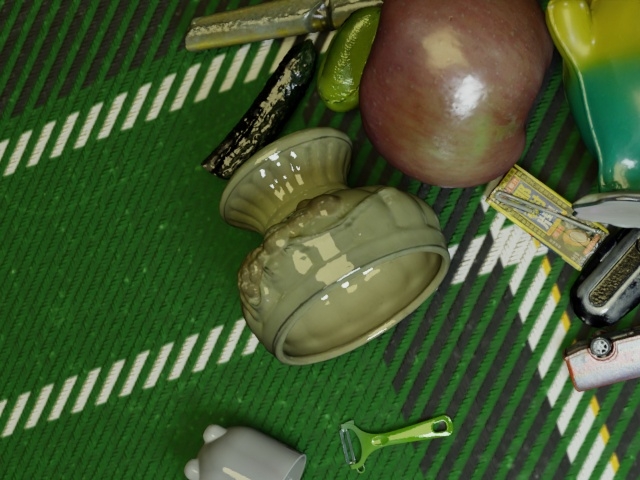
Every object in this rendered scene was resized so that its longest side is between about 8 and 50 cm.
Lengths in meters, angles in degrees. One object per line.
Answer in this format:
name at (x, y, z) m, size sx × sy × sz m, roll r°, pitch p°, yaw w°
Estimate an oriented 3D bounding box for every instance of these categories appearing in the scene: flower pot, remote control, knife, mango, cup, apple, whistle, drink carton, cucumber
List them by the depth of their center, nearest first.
apple at (0.182, -0.225, 1.699) m, size 0.235 × 0.306 × 0.306 m, roll 19°, pitch 94°, yaw 8°
flower pot at (0.000, 0.000, 1.743) m, size 0.307 × 0.307 × 0.244 m, roll -37°, pitch 66°, yaw 10°
remote control at (0.446, 0.012, 1.745) m, size 0.090 × 0.066 × 0.266 m, roll 42°, pitch 99°, yaw 8°
drink carton at (0.317, -0.033, 1.781) m, size 0.165 × 0.056 × 0.071 m, roll 37°, pitch 95°, yaw 11°
mango at (0.052, -0.261, 1.825) m, size 0.091 × 0.074 × 0.165 m, roll 29°, pitch 111°, yaw 0°
knife at (0.112, 0.287, 1.845) m, size 0.166 × 0.022 × 0.078 m, roll -14°, pitch 92°, yaw 13°
cup at (-0.114, 0.347, 1.857) m, size 0.142 × 0.173 × 0.134 m, roll 26°, pitch 64°, yaw 13°
whistle at (-0.042, -0.329, 1.866) m, size 0.326 × 0.057 × 0.068 m, roll -8°, pitch 43°, yaw 13°
cucumber at (-0.077, -0.188, 1.870) m, size 0.067 × 0.067 × 0.245 m, roll 41°, pitch 96°, yaw 10°

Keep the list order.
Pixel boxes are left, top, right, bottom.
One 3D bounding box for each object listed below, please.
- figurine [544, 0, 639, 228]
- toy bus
figurine at (0.433, -0.196, 1.657) m, size 0.323 × 0.231 × 0.340 m, roll 6°, pitch 80°, yaw -21°
toy bus at (0.432, 0.152, 1.752) m, size 0.192 × 0.065 × 0.077 m, roll -16°, pitch 97°, yaw 13°
